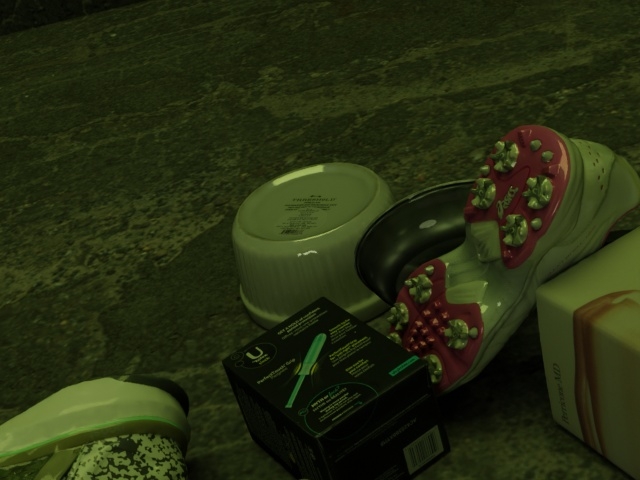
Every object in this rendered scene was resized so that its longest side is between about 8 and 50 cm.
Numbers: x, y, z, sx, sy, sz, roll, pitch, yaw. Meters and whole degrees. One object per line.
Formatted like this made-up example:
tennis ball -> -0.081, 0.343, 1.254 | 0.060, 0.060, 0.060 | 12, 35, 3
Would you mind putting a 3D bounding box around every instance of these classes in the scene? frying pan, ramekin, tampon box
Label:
frying pan -> 0.184, 0.030, 1.030 | 0.197, 0.326, 0.053 | -47, 39, 39
ramekin -> 0.000, 0.000, 1.153 | 0.207, 0.109, 0.207 | -12, 31, 7
tampon box -> 0.012, 0.144, 0.919 | 0.120, 0.101, 0.161 | -31, 33, -22

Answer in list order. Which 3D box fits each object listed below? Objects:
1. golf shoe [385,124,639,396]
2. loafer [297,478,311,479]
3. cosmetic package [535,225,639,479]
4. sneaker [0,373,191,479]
golf shoe -> 0.165, 0.037, 0.903 | 0.140, 0.306, 0.115 | 1, 47, -32
loafer -> 0.006, 0.242, 0.827 | 0.045, 0.039, 0.125 | -28, 34, -4
cosmetic package -> 0.307, 0.122, 0.762 | 0.129, 0.153, 0.296 | -27, 30, -19
sneaker -> -0.279, 0.263, 0.853 | 0.410, 0.158, 0.182 | -26, 49, -6
